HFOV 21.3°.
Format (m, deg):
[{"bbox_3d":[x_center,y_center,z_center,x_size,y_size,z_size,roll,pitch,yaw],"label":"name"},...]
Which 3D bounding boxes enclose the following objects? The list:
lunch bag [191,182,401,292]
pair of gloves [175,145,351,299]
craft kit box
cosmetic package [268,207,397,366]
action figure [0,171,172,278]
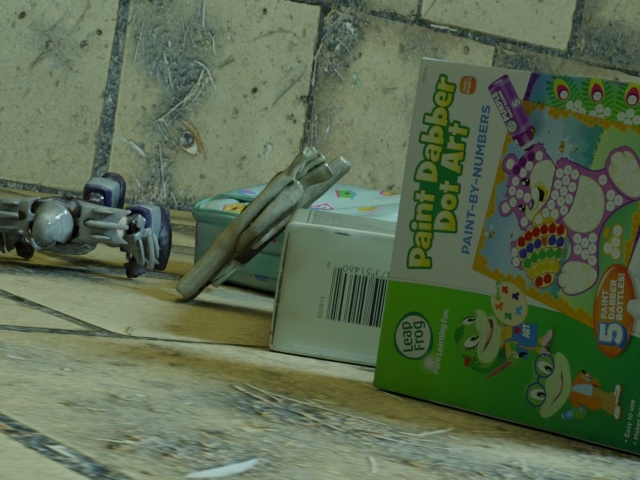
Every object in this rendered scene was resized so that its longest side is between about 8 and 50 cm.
[{"bbox_3d":[0.000,0.000,1.971,0.279,0.108,0.224,10,14,38],"label":"lunch bag"},{"bbox_3d":[-0.061,-0.023,1.757,0.042,0.204,0.240,48,8,3],"label":"pair of gloves"},{"bbox_3d":[0.165,0.007,1.191,0.246,0.250,0.061,11,5,39],"label":"craft kit box"},{"bbox_3d":[0.041,0.039,1.529,0.160,0.113,0.309,9,2,1],"label":"cosmetic package"},{"bbox_3d":[-0.251,-0.011,1.857,0.185,0.099,0.285,17,8,14],"label":"action figure"}]
